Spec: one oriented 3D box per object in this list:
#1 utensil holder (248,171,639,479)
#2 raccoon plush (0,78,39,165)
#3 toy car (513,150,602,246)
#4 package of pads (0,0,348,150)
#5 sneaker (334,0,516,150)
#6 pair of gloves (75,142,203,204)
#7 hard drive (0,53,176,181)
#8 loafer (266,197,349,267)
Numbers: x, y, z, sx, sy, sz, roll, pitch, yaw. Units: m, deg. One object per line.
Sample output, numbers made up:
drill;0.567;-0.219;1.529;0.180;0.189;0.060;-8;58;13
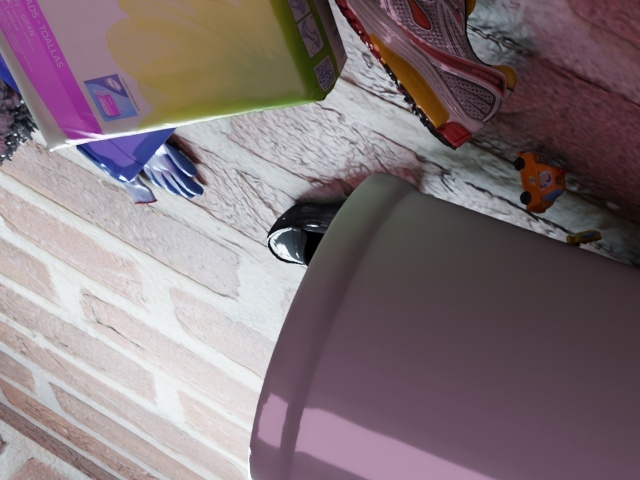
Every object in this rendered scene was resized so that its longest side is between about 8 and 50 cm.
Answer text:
utensil holder;0.178;0.150;1.117;0.385;0.327;0.327;19;149;16
raccoon plush;-0.335;-0.225;1.407;0.446;0.299;0.216;-7;121;11
toy car;0.221;-0.041;1.127;0.040;0.060;0.122;-16;149;35
package of pads;-0.147;-0.212;1.047;0.297;0.101;0.229;-7;120;26
sneaker;0.074;-0.187;1.018;0.225;0.093;0.088;53;-176;-1
pair of gloves;-0.236;-0.108;1.563;0.198;0.023;0.159;-2;132;50
hard drive;-0.173;-0.220;1.143;0.210;0.040;0.319;41;127;-7
loafer;0.000;0.000;1.387;0.076;0.078;0.223;48;151;-19
